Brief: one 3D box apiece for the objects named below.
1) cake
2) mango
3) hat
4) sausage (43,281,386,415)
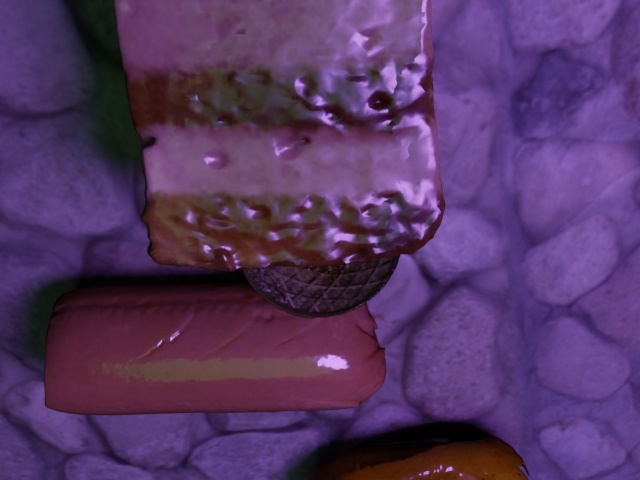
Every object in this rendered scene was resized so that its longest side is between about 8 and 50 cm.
[{"bbox_3d":[-0.026,-0.142,0.477,0.198,0.196,0.293,-3,110,2],"label":"cake"},{"bbox_3d":[0.107,0.286,0.760,0.248,0.151,0.156,-10,151,-3],"label":"mango"},{"bbox_3d":[0.000,0.000,0.635,0.146,0.067,0.146,-1,78,3],"label":"hat"},{"bbox_3d":[-0.093,0.098,0.646,0.304,0.121,0.121,-1,119,-2],"label":"sausage"}]
